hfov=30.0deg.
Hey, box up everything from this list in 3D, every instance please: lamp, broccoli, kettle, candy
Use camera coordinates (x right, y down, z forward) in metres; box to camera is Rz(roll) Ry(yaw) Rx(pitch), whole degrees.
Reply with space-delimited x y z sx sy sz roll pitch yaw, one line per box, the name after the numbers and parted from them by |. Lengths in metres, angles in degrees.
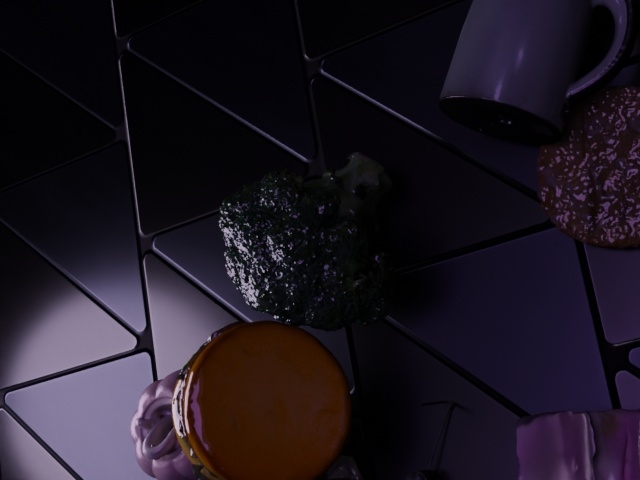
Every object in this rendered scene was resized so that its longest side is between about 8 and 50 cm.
0.148 0.272 1.567 0.041 0.054 0.121 16 97 34 | lamp
0.000 0.000 1.623 0.270 0.270 0.270 22 60 33 | broccoli
0.285 -0.254 1.515 0.221 0.161 0.236 13 80 27 | kettle
0.315 0.327 1.382 0.155 0.116 0.265 -29 62 57 | candy

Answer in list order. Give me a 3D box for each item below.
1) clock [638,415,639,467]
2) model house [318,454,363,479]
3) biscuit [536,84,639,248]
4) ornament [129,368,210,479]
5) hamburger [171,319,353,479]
0.488 0.251 1.195 0.368 0.251 0.376 170 110 -73 | clock
-0.034 0.402 1.601 0.219 0.136 0.207 -42 64 19 | model house
0.370 -0.093 1.502 0.220 0.033 0.219 -8 76 33 | biscuit
-0.189 0.271 1.709 0.178 0.177 0.177 -7 77 31 | ornament
-0.081 0.227 1.575 0.170 0.246 0.246 147 123 -68 | hamburger
